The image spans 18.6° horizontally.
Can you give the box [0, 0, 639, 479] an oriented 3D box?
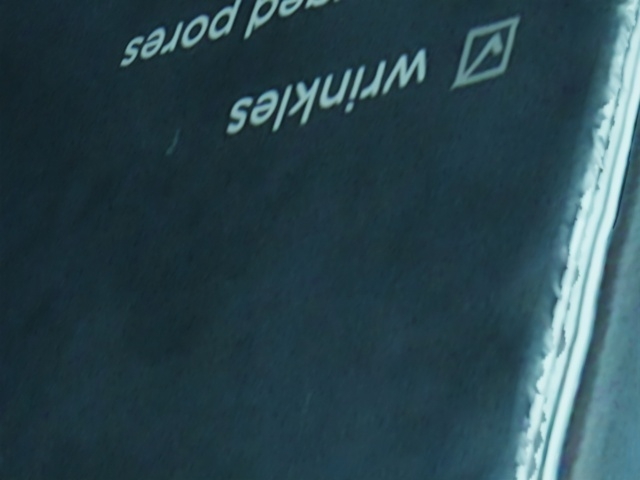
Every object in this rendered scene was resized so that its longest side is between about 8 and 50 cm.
[{"bbox_3d":[0.000,0.000,0.615,0.297,0.480,0.471,38,58,-35],"label":"box"}]
